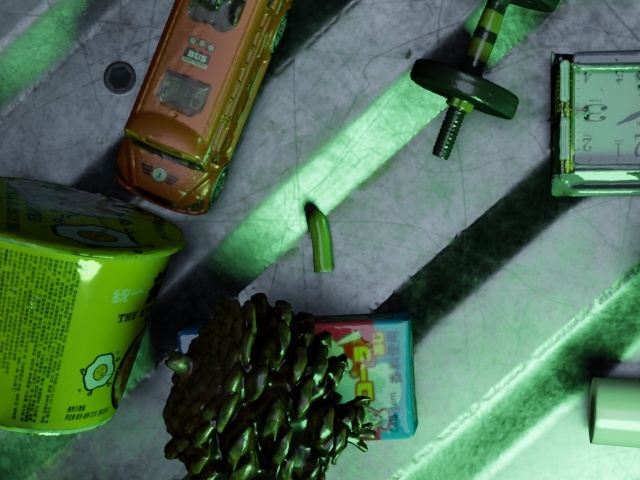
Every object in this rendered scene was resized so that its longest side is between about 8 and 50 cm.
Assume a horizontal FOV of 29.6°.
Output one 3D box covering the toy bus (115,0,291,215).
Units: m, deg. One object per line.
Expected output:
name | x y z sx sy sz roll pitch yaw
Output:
toy bus | -0.159 -0.198 1.565 0.143 0.153 0.329 23 94 4

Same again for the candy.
candy | -0.030 0.181 1.589 0.305 0.100 0.157 -3 92 8

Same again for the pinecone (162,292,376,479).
pinecone | -0.068 0.199 1.433 0.257 0.243 0.243 45 96 -1

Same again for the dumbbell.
dumbbell | 0.207 -0.257 1.524 0.143 0.143 0.326 22 94 6

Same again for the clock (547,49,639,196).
clock | 0.413 -0.149 1.533 0.253 0.083 0.187 0 92 7

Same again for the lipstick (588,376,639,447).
lipstick | 0.508 0.228 1.532 0.326 0.087 0.087 4 92 6

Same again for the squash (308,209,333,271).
squash | 0.000 0.000 1.615 0.027 0.027 0.083 -6 91 7

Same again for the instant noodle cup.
instant noodle cup | -0.353 0.081 1.530 0.325 0.325 0.254 15 102 6
